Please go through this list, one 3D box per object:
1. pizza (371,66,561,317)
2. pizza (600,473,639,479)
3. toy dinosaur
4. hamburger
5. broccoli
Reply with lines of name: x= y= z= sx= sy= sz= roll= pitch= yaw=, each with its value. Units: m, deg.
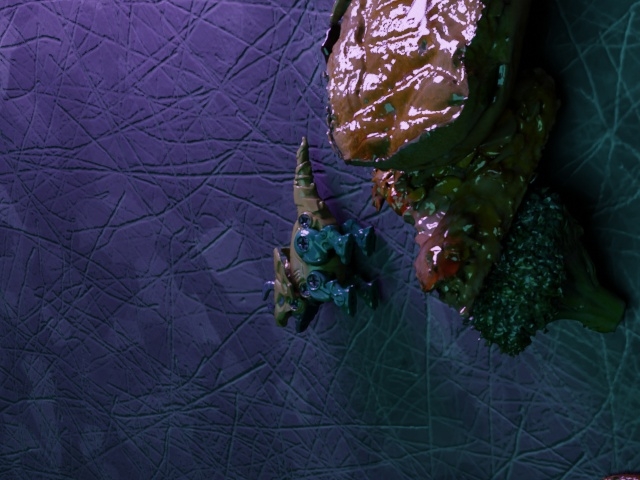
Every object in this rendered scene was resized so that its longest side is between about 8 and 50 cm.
pizza: x=0.131 y=-0.054 z=1.316 sx=0.074 sy=0.288 sz=0.251 roll=34 pitch=160 yaw=-26
pizza: x=0.371 y=0.305 z=1.380 sx=0.099 sy=0.029 sz=0.100 roll=40 pitch=125 yaw=30
toy dinosaur: x=0.000 y=0.000 z=1.524 sx=0.153 sy=0.094 sz=0.259 roll=13 pitch=105 yaw=31
hamburger: x=0.117 y=-0.199 z=1.261 sx=0.265 sy=0.134 sz=0.285 roll=2 pitch=76 yaw=47
broccoli: x=0.247 y=0.050 z=1.302 sx=0.219 sy=0.194 sz=0.194 roll=2 pitch=110 yaw=69
